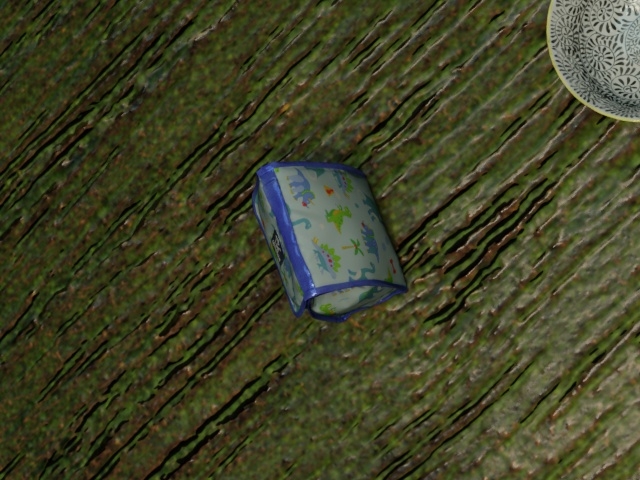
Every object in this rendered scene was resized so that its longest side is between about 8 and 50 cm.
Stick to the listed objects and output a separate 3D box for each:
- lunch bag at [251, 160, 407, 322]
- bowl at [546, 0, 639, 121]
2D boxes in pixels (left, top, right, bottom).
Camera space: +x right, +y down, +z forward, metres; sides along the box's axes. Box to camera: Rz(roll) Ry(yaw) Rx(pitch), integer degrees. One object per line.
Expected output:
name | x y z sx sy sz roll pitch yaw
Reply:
lunch bag | 0.000 0.000 1.281 0.096 0.151 0.129 -26 75 17
bowl | 0.287 -0.177 1.227 0.170 0.080 0.170 -3 81 22
